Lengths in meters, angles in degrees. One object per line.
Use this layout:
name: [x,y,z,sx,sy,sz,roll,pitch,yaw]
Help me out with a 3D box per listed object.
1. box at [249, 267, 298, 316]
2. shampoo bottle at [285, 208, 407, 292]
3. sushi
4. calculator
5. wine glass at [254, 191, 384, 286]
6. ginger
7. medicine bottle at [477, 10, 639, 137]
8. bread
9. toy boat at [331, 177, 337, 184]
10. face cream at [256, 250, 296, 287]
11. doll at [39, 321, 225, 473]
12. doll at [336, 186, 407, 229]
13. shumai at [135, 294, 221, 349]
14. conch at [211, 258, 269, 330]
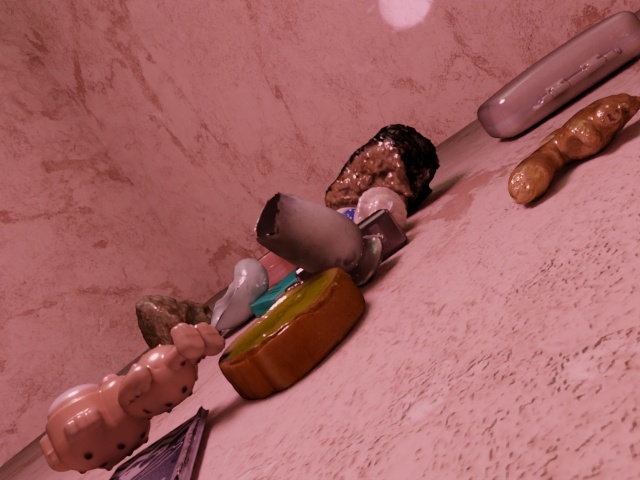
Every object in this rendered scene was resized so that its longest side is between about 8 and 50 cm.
box: [-0.063,0.106,1.211,0.226,0.042,0.161,-38,6,-30]
shampoo bottle: [0.042,0.039,0.899,0.246,0.080,0.079,-35,3,0]
sushi: [0.147,-0.138,1.217,0.171,0.211,0.350,-44,3,-36]
calculator: [-0.206,0.284,0.533,0.165,0.028,0.274,-35,5,-5]
wine glass: [0.000,0.000,0.781,0.111,0.204,0.111,-48,28,37]
ginger: [0.326,-0.124,0.623,0.214,0.059,0.133,-36,0,-29]
medicine bottle: [0.577,-0.397,1.172,0.375,0.123,0.282,-35,3,14]
bread: [-0.041,0.126,0.678,0.236,0.070,0.236,-37,5,4]
toy boat: [0.165,-0.161,1.425,0.318,0.219,0.072,-30,44,24]
face cream: [-0.172,0.094,1.723,0.149,0.104,0.149,-35,5,3]
doll: [-0.253,0.215,0.664,0.278,0.119,0.154,-39,-21,3]
doll: [0.100,-0.042,1.084,0.138,0.119,0.293,-59,11,-20]
shumai: [-0.370,0.220,1.291,0.203,0.222,0.272,-34,-6,-29]
conch: [-0.218,0.156,1.287,0.221,0.121,0.185,-59,-9,13]
